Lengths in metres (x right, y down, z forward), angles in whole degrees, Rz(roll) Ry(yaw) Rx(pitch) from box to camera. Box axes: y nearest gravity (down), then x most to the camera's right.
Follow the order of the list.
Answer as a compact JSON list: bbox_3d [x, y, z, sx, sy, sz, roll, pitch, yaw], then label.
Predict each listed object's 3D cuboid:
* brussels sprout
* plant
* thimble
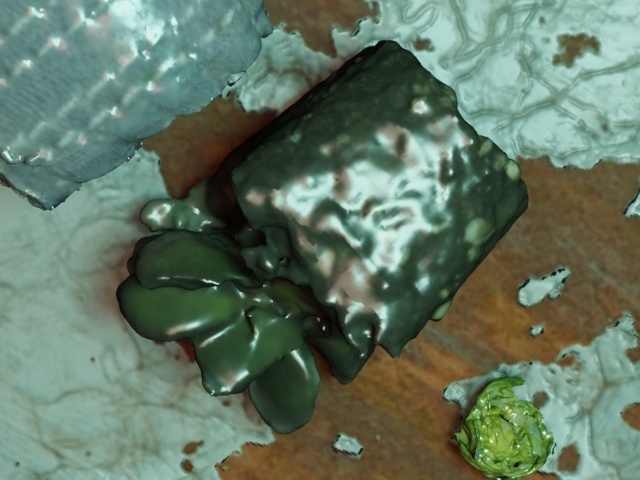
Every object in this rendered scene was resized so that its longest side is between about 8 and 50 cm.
[{"bbox_3d":[0.138,0.147,1.417,0.085,0.058,0.085,7,72,-24],"label":"brussels sprout"},{"bbox_3d":[0.000,0.000,1.326,0.276,0.188,0.199,-41,96,4],"label":"plant"},{"bbox_3d":[-0.162,-0.148,1.292,0.236,0.205,0.172,-39,105,-14],"label":"thimble"}]
